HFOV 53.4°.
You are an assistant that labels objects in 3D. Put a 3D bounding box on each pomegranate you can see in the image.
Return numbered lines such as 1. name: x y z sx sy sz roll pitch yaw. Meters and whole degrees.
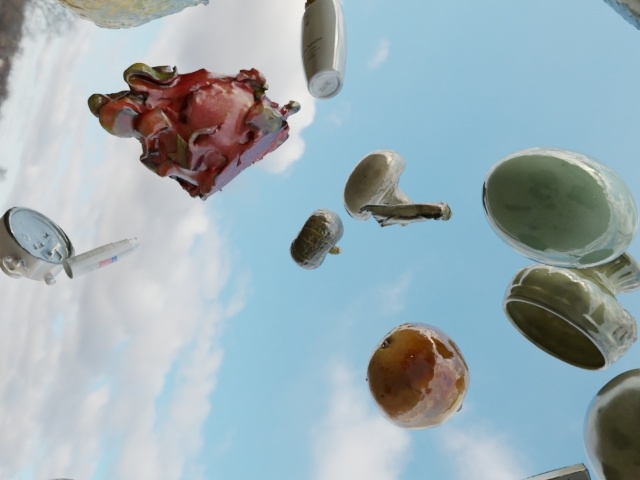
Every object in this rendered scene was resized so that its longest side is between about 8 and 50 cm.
1. pomegranate: 0.173 0.245 1.145 0.191 0.191 0.191 -29 -126 50

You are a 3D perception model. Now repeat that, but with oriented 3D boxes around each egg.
1. egg: 0.406 -0.058 1.103 0.282 0.203 0.203 36 -72 43

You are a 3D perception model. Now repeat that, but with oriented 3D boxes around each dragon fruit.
1. dragon fruit: -0.125 -0.114 0.639 0.133 0.207 0.150 126 -34 -47

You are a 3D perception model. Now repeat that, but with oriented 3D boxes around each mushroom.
1. mushroom: 0.154 -0.127 1.663 0.206 0.206 0.209 -48 -118 37

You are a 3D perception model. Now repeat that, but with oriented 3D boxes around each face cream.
1. face cream: -0.358 0.025 1.056 0.034 0.130 0.034 25 -53 37
2. face cream: 0.003 -0.254 0.815 0.072 0.051 0.182 -39 -142 36

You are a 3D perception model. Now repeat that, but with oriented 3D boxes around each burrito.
1. burrito: 0.143 -0.046 1.076 0.171 0.051 0.042 -4 -101 42

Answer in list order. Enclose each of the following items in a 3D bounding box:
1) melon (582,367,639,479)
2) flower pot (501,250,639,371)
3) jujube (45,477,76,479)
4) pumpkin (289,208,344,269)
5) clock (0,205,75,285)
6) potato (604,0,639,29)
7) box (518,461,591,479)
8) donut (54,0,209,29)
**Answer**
1. melon: 0.597 0.352 1.096 0.330 0.268 0.268 -44 156 -78
2. flower pot: 0.615 0.134 1.511 0.244 0.307 0.307 -51 -151 -14
3. jujube: -0.434 0.447 0.938 0.255 0.190 0.190 -44 -138 23
4. pumpkin: 0.000 0.000 2.134 0.219 0.162 0.219 -56 178 -3
5. clock: -0.558 0.005 1.243 0.063 0.155 0.229 -43 -161 16
6. potato: 0.448 -0.286 0.644 0.359 0.269 0.219 -120 -162 -44
7. box: 0.418 0.476 1.079 0.036 0.115 0.177 -60 133 -84
8. donut: -0.268 -0.393 0.673 0.163 0.377 0.435 -27 -137 5
